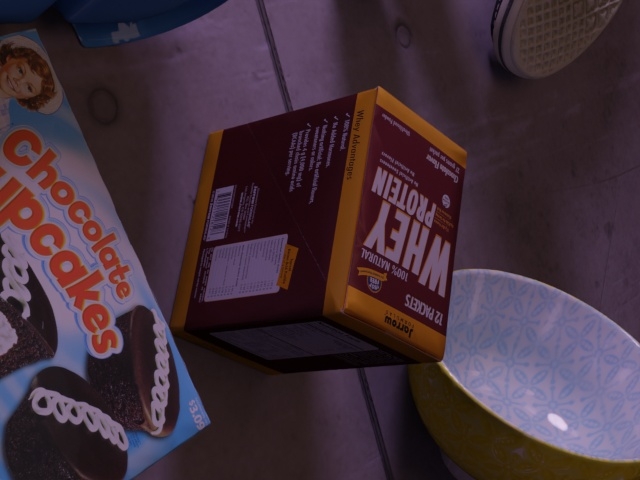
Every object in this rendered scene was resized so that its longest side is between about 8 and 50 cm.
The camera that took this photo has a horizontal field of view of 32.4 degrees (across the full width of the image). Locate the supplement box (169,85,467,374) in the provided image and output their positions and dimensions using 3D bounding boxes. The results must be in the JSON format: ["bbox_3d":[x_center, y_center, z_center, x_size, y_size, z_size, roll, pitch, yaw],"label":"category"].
[{"bbox_3d":[0.000,0.000,0.928,0.129,0.194,0.191,29,62,-43],"label":"supplement box"}]

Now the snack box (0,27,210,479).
[{"bbox_3d":[-0.215,0.029,0.758,0.187,0.060,0.322,-30,100,-48],"label":"snack box"}]

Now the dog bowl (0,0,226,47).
[{"bbox_3d":[-0.181,-0.207,0.796,0.297,0.166,0.074,-13,80,-49],"label":"dog bowl"}]

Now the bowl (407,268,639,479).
[{"bbox_3d":[0.205,0.176,1.136,0.289,0.289,0.156,-19,139,-49],"label":"bowl"}]

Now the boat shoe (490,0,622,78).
[{"bbox_3d":[0.318,-0.429,1.421,0.187,0.156,0.500,34,72,-43],"label":"boat shoe"}]
